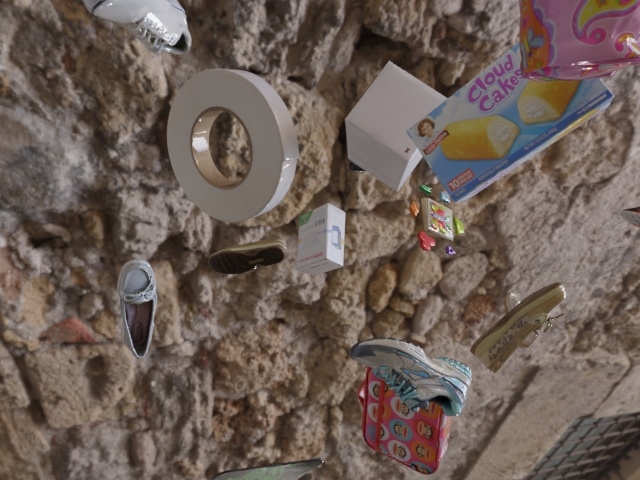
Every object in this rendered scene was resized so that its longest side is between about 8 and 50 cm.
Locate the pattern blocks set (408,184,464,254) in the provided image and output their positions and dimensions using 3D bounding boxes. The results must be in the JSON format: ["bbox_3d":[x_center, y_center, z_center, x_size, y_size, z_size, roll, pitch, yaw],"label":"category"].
[{"bbox_3d":[0.488,-0.089,1.891,0.026,0.285,0.325,-43,-135,48],"label":"pattern blocks set"}]

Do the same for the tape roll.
[{"bbox_3d":[-0.237,-0.240,1.178,0.391,0.072,0.393,10,-70,29],"label":"tape roll"}]

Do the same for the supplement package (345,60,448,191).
[{"bbox_3d":[0.183,-0.270,1.141,0.175,0.177,0.293,-54,173,-2],"label":"supplement package"}]

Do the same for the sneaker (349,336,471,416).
[{"bbox_3d":[0.194,0.295,0.974,0.110,0.282,0.122,119,-12,-61],"label":"sneaker"}]

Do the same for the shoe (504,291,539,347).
[{"bbox_3d":[0.646,0.242,1.448,0.219,0.076,0.058,-83,-165,-51],"label":"shoe"}]

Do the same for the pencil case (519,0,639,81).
[{"bbox_3d":[0.258,-0.306,0.442,0.124,0.124,0.285,-157,-120,-69],"label":"pencil case"}]

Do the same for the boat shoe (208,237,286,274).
[{"bbox_3d":[-0.171,0.032,1.084,0.072,0.189,0.068,-86,167,-58],"label":"boat shoe"}]

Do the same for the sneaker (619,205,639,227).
[{"bbox_3d":[0.853,-0.072,1.161,0.065,0.061,0.158,-48,-164,-8],"label":"sneaker"}]

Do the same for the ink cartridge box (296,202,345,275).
[{"bbox_3d":[0.000,0.000,1.586,0.154,0.093,0.213,-21,-126,41],"label":"ink cartridge box"}]

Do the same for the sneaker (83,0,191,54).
[{"bbox_3d":[-0.277,-0.360,0.744,0.091,0.094,0.258,64,18,-11],"label":"sneaker"}]

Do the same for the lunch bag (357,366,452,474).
[{"bbox_3d":[0.213,0.435,1.192,0.258,0.120,0.294,15,-65,32],"label":"lunch bag"}]

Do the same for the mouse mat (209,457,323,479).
[{"bbox_3d":[-0.099,0.343,0.633,0.190,0.152,0.007,-55,-141,39],"label":"mouse mat"}]

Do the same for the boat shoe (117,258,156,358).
[{"bbox_3d":[-0.577,0.216,1.441,0.103,0.118,0.321,33,-62,49],"label":"boat shoe"}]

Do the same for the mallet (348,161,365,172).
[{"bbox_3d":[0.147,-0.342,1.669,0.039,0.062,0.190,-2,-102,57],"label":"mallet"}]

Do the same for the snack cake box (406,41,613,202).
[{"bbox_3d":[0.294,-0.196,0.735,0.264,0.089,0.152,-37,-102,25],"label":"snack cake box"}]

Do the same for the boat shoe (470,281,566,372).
[{"bbox_3d":[0.511,0.218,1.147,0.089,0.104,0.285,49,-66,16],"label":"boat shoe"}]
